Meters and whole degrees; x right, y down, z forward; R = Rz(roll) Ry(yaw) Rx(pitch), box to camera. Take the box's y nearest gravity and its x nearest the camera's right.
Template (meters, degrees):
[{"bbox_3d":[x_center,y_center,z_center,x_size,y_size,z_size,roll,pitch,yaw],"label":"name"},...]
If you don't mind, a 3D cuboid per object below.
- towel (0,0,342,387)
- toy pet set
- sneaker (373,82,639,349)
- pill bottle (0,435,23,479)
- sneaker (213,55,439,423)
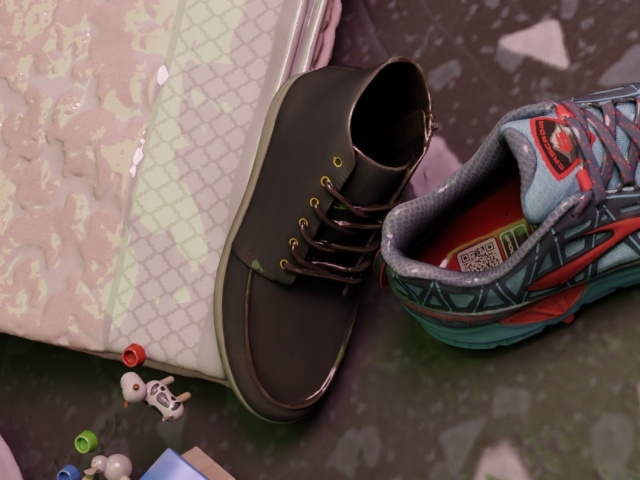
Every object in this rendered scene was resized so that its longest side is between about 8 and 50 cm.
[{"bbox_3d":[-0.157,-0.088,0.818,0.316,0.053,0.332,11,85,22],"label":"towel"},{"bbox_3d":[-0.119,0.147,0.730,0.114,0.065,0.122,36,113,17],"label":"toy pet set"},{"bbox_3d":[0.147,-0.027,0.629,0.261,0.125,0.104,-33,58,15],"label":"sneaker"},{"bbox_3d":[-0.358,0.227,0.794,0.301,0.169,0.169,-29,58,16],"label":"pill bottle"},{"bbox_3d":[0.000,0.000,0.690,0.118,0.083,0.222,-3,78,65],"label":"sneaker"}]
